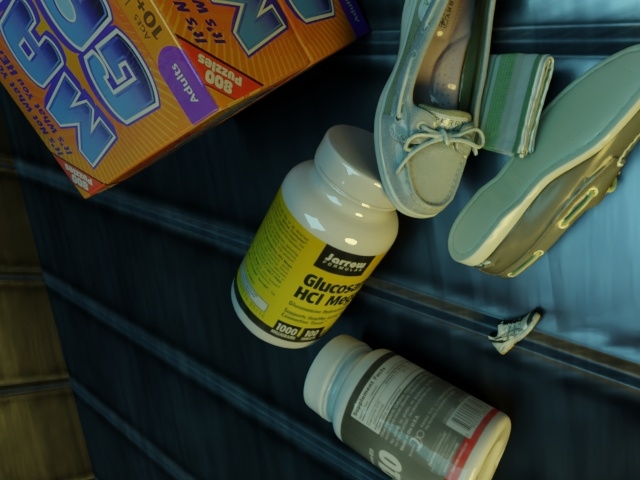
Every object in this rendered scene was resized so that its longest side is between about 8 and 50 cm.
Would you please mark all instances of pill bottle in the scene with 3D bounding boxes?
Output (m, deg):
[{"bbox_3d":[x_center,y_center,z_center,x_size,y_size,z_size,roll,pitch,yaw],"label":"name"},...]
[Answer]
[{"bbox_3d":[0.000,0.000,0.772,0.188,0.187,0.334,47,128,21],"label":"pill bottle"},{"bbox_3d":[0.121,0.267,0.760,0.283,0.161,0.161,24,117,34],"label":"pill bottle"}]

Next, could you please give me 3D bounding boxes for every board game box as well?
[{"bbox_3d":[-0.220,-0.332,0.694,0.356,0.356,0.356,-16,111,42],"label":"board game box"}]

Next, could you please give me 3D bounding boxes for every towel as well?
[{"bbox_3d":[0.212,-0.168,0.610,0.152,0.023,0.113,-137,54,-62],"label":"towel"}]

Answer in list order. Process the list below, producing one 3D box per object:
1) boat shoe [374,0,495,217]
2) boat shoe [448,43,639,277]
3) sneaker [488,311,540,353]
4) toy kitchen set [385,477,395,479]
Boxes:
[{"bbox_3d":[0.145,-0.186,0.598,0.103,0.118,0.321,-163,84,-72],"label":"boat shoe"},{"bbox_3d":[0.278,-0.075,0.578,0.305,0.091,0.109,-53,22,29],"label":"boat shoe"},{"bbox_3d":[0.262,0.120,0.684,0.037,0.031,0.083,48,127,20],"label":"sneaker"},{"bbox_3d":[0.151,0.474,0.789,0.207,0.166,0.122,54,130,16],"label":"toy kitchen set"}]
